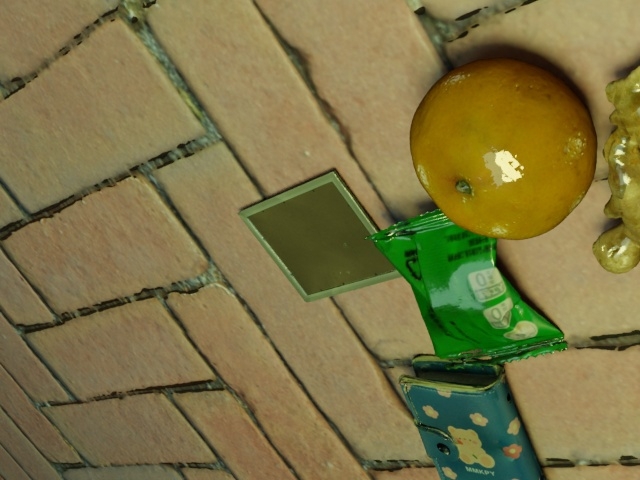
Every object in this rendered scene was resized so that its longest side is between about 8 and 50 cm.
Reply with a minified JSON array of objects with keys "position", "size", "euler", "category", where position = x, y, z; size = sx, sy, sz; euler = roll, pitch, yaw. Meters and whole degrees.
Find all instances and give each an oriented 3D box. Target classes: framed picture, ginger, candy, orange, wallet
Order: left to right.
[{"position":[0.000,0.000,1.076],"size":[0.183,0.011,0.142],"euler":[-20,112,50],"category":"framed picture"},{"position":[0.142,0.056,0.954],"size":[0.141,0.078,0.203],"euler":[-4,129,44],"category":"candy"},{"position":[0.177,0.227,1.103],"size":[0.141,0.059,0.202],"euler":[3,128,42],"category":"wallet"},{"position":[0.146,-0.072,0.784],"size":[0.156,0.124,0.156],"euler":[22,137,22],"category":"orange"},{"position":[0.271,-0.058,0.752],"size":[0.193,0.052,0.176],"euler":[-24,108,46],"category":"ginger"}]
